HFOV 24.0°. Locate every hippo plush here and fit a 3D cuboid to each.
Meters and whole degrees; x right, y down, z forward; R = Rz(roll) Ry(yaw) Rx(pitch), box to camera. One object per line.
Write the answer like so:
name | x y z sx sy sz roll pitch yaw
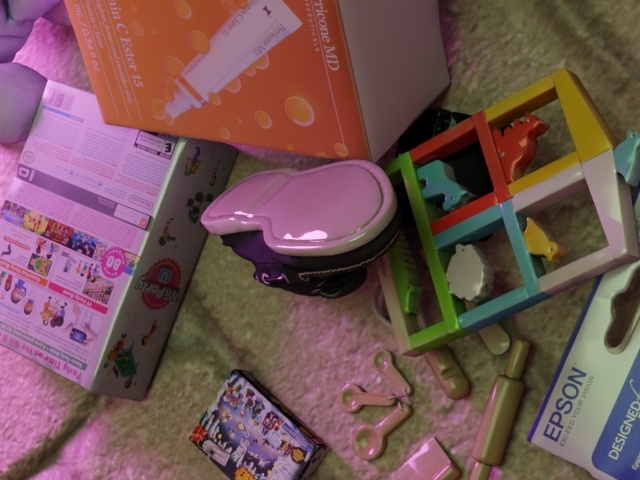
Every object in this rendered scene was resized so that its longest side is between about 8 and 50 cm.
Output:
hippo plush | -0.416 -0.234 1.755 0.294 0.234 0.236 10 85 33

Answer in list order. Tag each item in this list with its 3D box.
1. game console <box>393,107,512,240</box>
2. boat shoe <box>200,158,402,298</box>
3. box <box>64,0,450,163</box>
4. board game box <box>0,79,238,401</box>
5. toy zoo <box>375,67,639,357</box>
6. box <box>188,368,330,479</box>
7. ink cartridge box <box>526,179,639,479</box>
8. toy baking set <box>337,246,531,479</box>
game console | 0.126 -0.066 1.515 0.107 0.071 0.122 4 80 63
boat shoe | -0.003 0.003 1.457 0.127 0.113 0.340 -45 21 -23
box | -0.070 -0.227 1.518 0.345 0.168 0.215 10 130 32
board game box | -0.251 -0.003 1.689 0.224 0.097 0.303 22 91 34
toy zoo | 0.175 -0.032 1.402 0.293 0.030 0.192 -28 64 29
box | -0.065 0.211 1.569 0.137 0.027 0.094 38 102 31
ink cartridge box | 0.374 0.105 1.296 0.307 0.072 0.303 27 96 36
toy baking set | 0.111 0.132 1.473 0.197 0.030 0.256 23 93 33
